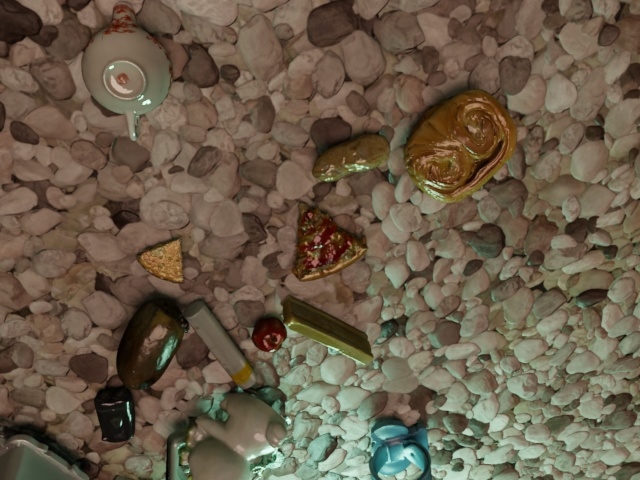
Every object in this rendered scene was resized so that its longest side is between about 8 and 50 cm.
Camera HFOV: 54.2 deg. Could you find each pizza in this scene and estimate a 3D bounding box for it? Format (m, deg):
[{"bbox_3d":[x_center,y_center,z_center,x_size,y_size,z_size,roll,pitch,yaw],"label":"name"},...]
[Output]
[{"bbox_3d":[-0.332,0.038,1.377,0.123,0.026,0.109,33,106,-22],"label":"pizza"},{"bbox_3d":[0.000,0.000,1.400,0.188,0.062,0.199,-29,119,4],"label":"pizza"}]

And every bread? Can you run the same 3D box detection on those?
[{"bbox_3d":[0.291,-0.195,1.309,0.198,0.120,0.236,39,107,-26],"label":"bread"}]

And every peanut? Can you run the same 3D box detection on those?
[{"bbox_3d":[0.064,-0.171,1.302,0.174,0.080,0.080,-21,121,-1],"label":"peanut"}]

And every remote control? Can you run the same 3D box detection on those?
[{"bbox_3d":[-0.341,0.626,1.640,0.140,0.056,0.297,-6,109,-35],"label":"remote control"}]

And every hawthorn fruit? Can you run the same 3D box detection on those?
[{"bbox_3d":[-0.119,0.229,1.490,0.093,0.093,0.093,-5,120,-8],"label":"hawthorn fruit"}]

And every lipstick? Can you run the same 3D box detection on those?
[{"bbox_3d":[-0.237,0.252,1.498,0.059,0.059,0.264,-27,121,5],"label":"lipstick"}]

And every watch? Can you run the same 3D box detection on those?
[{"bbox_3d":[0.227,0.619,1.718,0.210,0.193,0.211,-4,122,-7],"label":"watch"}]

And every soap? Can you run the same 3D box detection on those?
[{"bbox_3d":[0.017,0.217,1.507,0.252,0.092,0.037,30,112,-25],"label":"soap"}]

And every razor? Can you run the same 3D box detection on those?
[{"bbox_3d":[-0.506,0.434,1.552,0.090,0.054,0.148,-3,121,-9],"label":"razor"}]

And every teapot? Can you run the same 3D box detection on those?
[{"bbox_3d":[-0.353,-0.296,1.147,0.159,0.116,0.246,-3,126,-22],"label":"teapot"}]

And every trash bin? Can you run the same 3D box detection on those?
[{"bbox_3d":[-0.739,0.654,1.451,0.255,0.368,0.296,-32,120,9],"label":"trash bin"}]

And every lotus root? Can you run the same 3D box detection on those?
[{"bbox_3d":[-0.391,0.237,1.421,0.123,0.124,0.241,23,110,-24],"label":"lotus root"}]

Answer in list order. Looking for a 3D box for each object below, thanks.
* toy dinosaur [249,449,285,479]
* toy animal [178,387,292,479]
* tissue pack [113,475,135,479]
[{"bbox_3d":[-0.137,0.605,1.735,0.187,0.044,0.106,-44,132,0],"label":"toy dinosaur"},{"bbox_3d":[-0.206,0.538,1.536,0.247,0.310,0.183,18,148,27],"label":"toy animal"},{"bbox_3d":[-0.507,0.770,1.633,0.159,0.246,0.136,29,110,-23],"label":"tissue pack"}]
